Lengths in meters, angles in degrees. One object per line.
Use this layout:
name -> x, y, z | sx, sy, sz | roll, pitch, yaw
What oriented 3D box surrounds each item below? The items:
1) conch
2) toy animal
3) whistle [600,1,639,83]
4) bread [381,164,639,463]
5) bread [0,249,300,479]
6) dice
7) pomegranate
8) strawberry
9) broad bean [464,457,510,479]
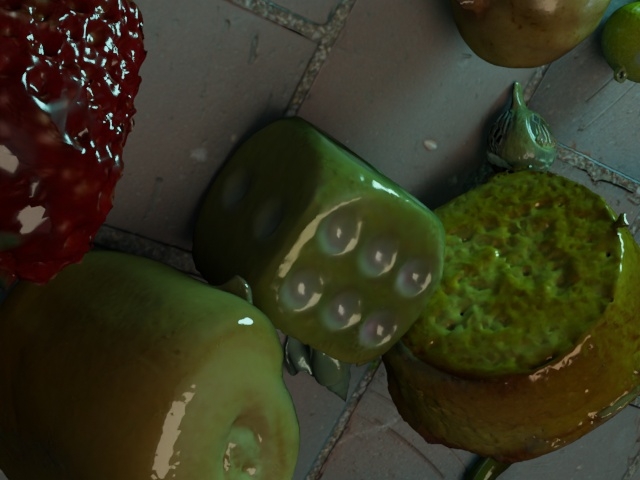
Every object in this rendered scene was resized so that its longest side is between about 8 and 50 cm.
conch -> 0.001, 0.165, 1.708 | 0.065, 0.088, 0.180 | -59, 135, -47
toy animal -> 0.271, -0.145, 1.675 | 0.098, 0.137, 0.098 | -18, 164, -5
whistle -> 0.479, -0.304, 1.675 | 0.223, 0.123, 0.123 | -51, 129, -13
bread -> 0.251, 0.102, 1.592 | 0.398, 0.398, 0.215 | -38, 136, -5
bread -> -0.230, 0.203, 1.404 | 0.253, 0.376, 0.348 | -21, 121, -40
dice -> 0.000, 0.000, 1.502 | 0.238, 0.233, 0.227 | 30, 99, -37
pomegranate -> 0.263, -0.315, 1.495 | 0.207, 0.207, 0.207 | -13, 121, -22
strawberry -> -0.315, -0.153, 1.241 | 0.317, 0.295, 0.345 | 36, 76, -2
broad bean -> 0.315, 0.341, 1.969 | 0.075, 0.067, 0.325 | 38, 98, -7
